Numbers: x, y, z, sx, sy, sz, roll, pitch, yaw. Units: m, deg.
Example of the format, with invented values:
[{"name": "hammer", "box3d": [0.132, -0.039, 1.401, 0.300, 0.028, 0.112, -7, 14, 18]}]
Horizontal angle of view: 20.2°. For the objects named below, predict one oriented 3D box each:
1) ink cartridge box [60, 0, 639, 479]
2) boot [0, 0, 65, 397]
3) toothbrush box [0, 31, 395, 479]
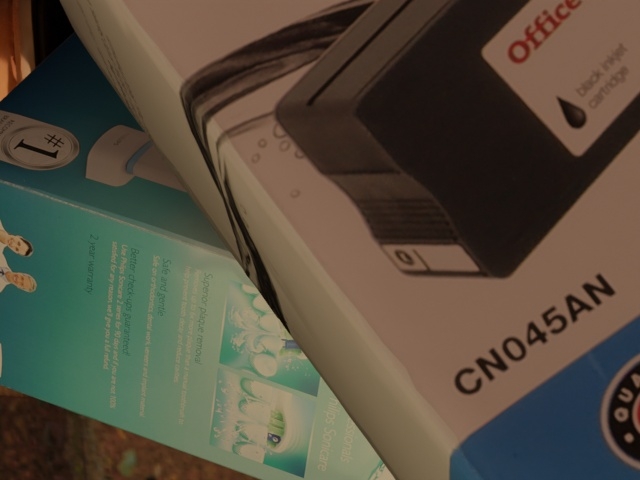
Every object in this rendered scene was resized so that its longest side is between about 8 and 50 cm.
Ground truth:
[{"name": "ink cartridge box", "box3d": [0.103, -0.059, 0.664, 0.285, 0.166, 0.395, -34, 67, -8]}, {"name": "boot", "box3d": [-0.253, -0.035, 0.985, 0.220, 0.109, 0.283, 10, 132, -3]}, {"name": "toothbrush box", "box3d": [0.000, 0.000, 0.855, 0.295, 0.216, 0.126, 17, 127, 12]}]
